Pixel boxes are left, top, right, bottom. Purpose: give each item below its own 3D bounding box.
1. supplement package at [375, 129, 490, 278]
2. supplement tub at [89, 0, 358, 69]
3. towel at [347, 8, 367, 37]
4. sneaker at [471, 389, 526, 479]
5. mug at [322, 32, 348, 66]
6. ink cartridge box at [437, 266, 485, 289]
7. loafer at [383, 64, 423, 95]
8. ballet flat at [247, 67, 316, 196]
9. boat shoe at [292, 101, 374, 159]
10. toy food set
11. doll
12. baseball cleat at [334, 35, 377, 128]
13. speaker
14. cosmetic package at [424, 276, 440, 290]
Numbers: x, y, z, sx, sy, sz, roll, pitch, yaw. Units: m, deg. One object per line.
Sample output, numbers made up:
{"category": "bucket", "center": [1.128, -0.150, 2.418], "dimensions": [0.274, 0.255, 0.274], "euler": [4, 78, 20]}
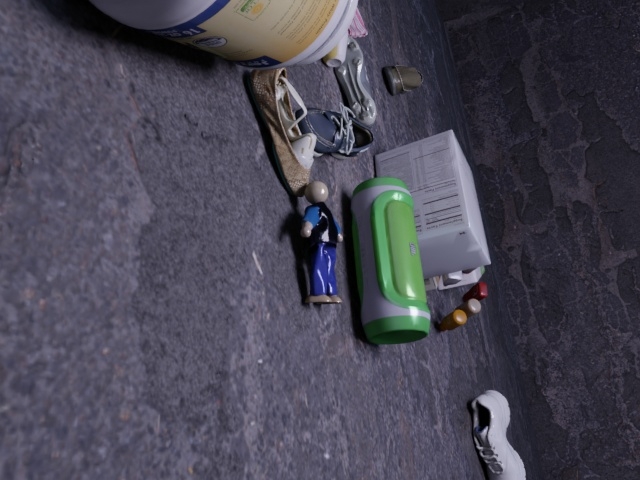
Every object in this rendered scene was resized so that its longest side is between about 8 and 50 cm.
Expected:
{"category": "supplement package", "center": [0.262, -0.075, 1.233], "dimensions": [0.199, 0.198, 0.263], "euler": [42, 39, -50]}
{"category": "supplement tub", "center": [-0.097, -0.322, 0.586], "dimensions": [0.316, 0.228, 0.228], "euler": [-15, 89, -65]}
{"category": "towel", "center": [0.076, -0.603, 1.361], "dimensions": [0.144, 0.029, 0.197], "euler": [69, 25, -14]}
{"category": "sneaker", "center": [0.474, 0.571, 1.445], "dimensions": [0.129, 0.111, 0.297], "euler": [13, 59, -45]}
{"category": "mug", "center": [0.021, -0.407, 1.111], "dimensions": [0.062, 0.078, 0.064], "euler": [115, -25, -77]}
{"category": "ink cartridge box", "center": [0.381, -0.049, 1.565], "dimensions": [0.207, 0.119, 0.354], "euler": [-15, 90, -65]}
{"category": "loafer", "center": [0.266, -0.514, 1.636], "dimensions": [0.094, 0.087, 0.251], "euler": [70, 25, -10]}
{"category": "ballet flat", "center": [-0.046, -0.168, 0.795], "dimensions": [0.206, 0.067, 0.073], "euler": [68, 23, -15]}
{"category": "boat shoe", "center": [0.030, -0.197, 0.959], "dimensions": [0.254, 0.079, 0.095], "euler": [6, 71, -64]}
{"category": "toy food set", "center": [0.373, 0.130, 1.409], "dimensions": [0.104, 0.111, 0.232], "euler": [123, -28, -61]}
{"category": "doll", "center": [0.000, 0.000, 0.791], "dimensions": [0.129, 0.046, 0.189], "euler": [19, 66, -62]}
{"category": "baseball cleat", "center": [0.078, -0.354, 1.193], "dimensions": [0.109, 0.072, 0.206], "euler": [8, 70, -81]}
{"category": "speaker", "center": [0.126, 0.035, 0.970], "dimensions": [0.131, 0.131, 0.297], "euler": [35, 45, -54]}
{"category": "cosmetic package", "center": [0.289, 0.084, 1.385], "dimensions": [0.060, 0.041, 0.115], "euler": [69, 25, -13]}
